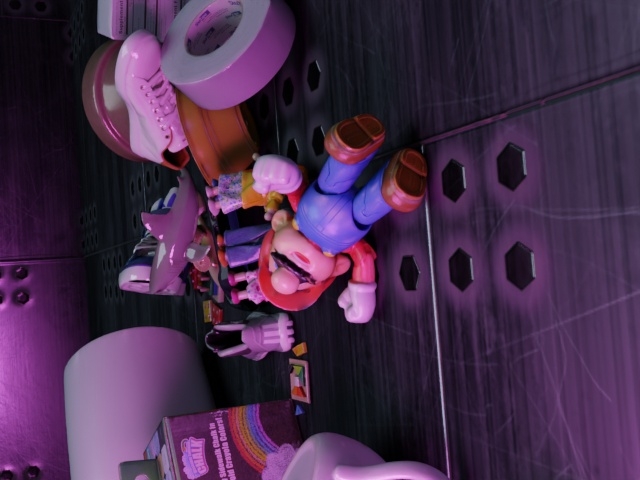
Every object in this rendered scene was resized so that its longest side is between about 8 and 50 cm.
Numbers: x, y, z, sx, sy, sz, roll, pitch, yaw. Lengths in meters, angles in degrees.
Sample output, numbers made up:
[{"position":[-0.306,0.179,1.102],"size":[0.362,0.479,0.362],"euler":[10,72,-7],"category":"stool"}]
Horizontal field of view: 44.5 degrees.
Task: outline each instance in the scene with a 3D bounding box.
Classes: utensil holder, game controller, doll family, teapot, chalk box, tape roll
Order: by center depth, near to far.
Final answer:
[{"position":[0.039,0.366,0.948],"size":[0.256,0.187,0.252],"euler":[148,145,-80],"category":"teapot"},{"position":[-0.077,-0.029,1.176],"size":[0.118,0.163,0.263],"euler":[61,-164,-72],"category":"doll family"},{"position":[-0.148,-0.317,1.235],"size":[0.219,0.072,0.219],"euler":[-18,54,27],"category":"tape roll"},{"position":[-0.183,0.388,1.276],"size":[0.179,0.289,0.180],"euler":[123,137,-51],"category":"chalk box"},{"position":[-0.170,-0.031,1.416],"size":[0.166,0.067,0.319],"euler":[89,167,-67],"category":"game controller"},{"position":[-0.362,0.419,1.625],"size":[0.327,0.327,0.385],"euler":[114,145,-44],"category":"utensil holder"}]

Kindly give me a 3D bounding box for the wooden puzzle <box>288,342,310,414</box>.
[{"position":[-0.036,0.226,1.270],"size":[0.078,0.014,0.116],"euler":[158,107,-63],"category":"wooden puzzle"}]

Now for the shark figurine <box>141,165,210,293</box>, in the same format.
[{"position":[-0.276,-0.053,1.420],"size":[0.166,0.116,0.278],"euler":[-17,63,49],"category":"shark figurine"}]

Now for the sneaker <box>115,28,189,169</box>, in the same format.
[{"position":[-0.268,-0.234,1.344],"size":[0.123,0.106,0.290],"euler":[29,151,15],"category":"sneaker"}]

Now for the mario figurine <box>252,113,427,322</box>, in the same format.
[{"position":[0.000,0.000,0.987],"size":[0.320,0.170,0.198],"euler":[-53,52,49],"category":"mario figurine"}]

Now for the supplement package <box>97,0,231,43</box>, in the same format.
[{"position":[-0.270,-0.429,1.417],"size":[0.139,0.244,0.134],"euler":[-144,55,-59],"category":"supplement package"}]

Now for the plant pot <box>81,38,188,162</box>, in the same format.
[{"position":[-0.299,-0.294,1.540],"size":[0.229,0.263,0.263],"euler":[-1,92,47],"category":"plant pot"}]

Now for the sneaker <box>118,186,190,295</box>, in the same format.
[{"position":[-0.341,-0.006,1.664],"size":[0.323,0.130,0.236],"euler":[94,180,-82],"category":"sneaker"}]

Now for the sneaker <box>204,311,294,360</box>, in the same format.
[{"position":[-0.145,0.165,1.353],"size":[0.228,0.132,0.086],"euler":[-29,66,62],"category":"sneaker"}]

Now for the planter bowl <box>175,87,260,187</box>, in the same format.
[{"position":[-0.163,-0.191,1.356],"size":[0.217,0.090,0.217],"euler":[-20,-90,-81],"category":"planter bowl"}]

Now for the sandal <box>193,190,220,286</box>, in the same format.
[{"position":[-0.252,0.001,1.524],"size":[0.088,0.079,0.240],"euler":[111,145,-44],"category":"sandal"}]

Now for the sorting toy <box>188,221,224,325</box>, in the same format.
[{"position":[-0.243,0.058,1.649],"size":[0.132,0.046,0.274],"euler":[-148,58,-60],"category":"sorting toy"}]
